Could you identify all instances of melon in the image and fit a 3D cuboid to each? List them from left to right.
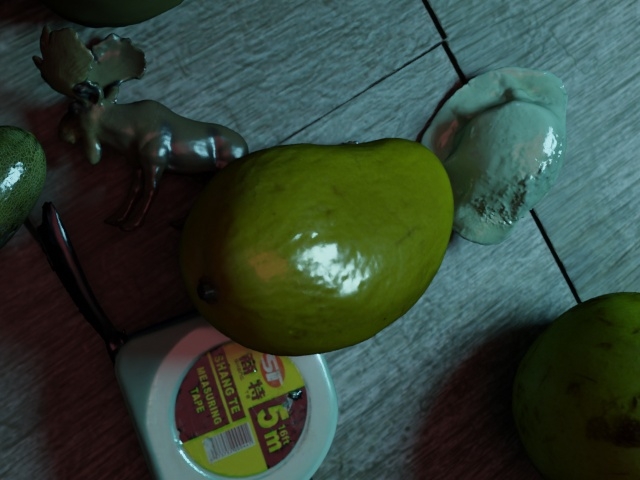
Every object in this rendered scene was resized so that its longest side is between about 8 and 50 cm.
[{"bbox_3d":[-0.307,-0.033,0.654,0.099,0.099,0.162,47,74,-16],"label":"melon"}]

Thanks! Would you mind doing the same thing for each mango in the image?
[{"bbox_3d":[0.016,0.000,0.711,0.332,0.142,0.195,-13,77,-39],"label":"mango"}]

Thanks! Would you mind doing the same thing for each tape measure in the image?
[{"bbox_3d":[-0.118,0.102,0.735,0.215,0.098,0.351,-20,96,-18],"label":"tape measure"}]

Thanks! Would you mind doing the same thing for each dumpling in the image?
[{"bbox_3d":[0.205,-0.103,0.845,0.153,0.108,0.219,25,80,-20],"label":"dumpling"}]

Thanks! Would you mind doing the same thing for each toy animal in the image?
[{"bbox_3d":[-0.169,-0.102,0.719,0.214,0.094,0.186,6,94,-28],"label":"toy animal"}]

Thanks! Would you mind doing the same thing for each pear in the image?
[{"bbox_3d":[0.356,0.189,0.830,0.284,0.283,0.283,-1,92,-21],"label":"pear"}]

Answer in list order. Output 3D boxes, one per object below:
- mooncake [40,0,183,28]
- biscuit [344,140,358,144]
[{"bbox_3d":[-0.213,-0.415,0.592,0.467,0.262,0.467,1,88,-19],"label":"mooncake"},{"bbox_3d":[0.000,0.000,0.818,0.203,0.016,0.144,-41,104,-16],"label":"biscuit"}]
